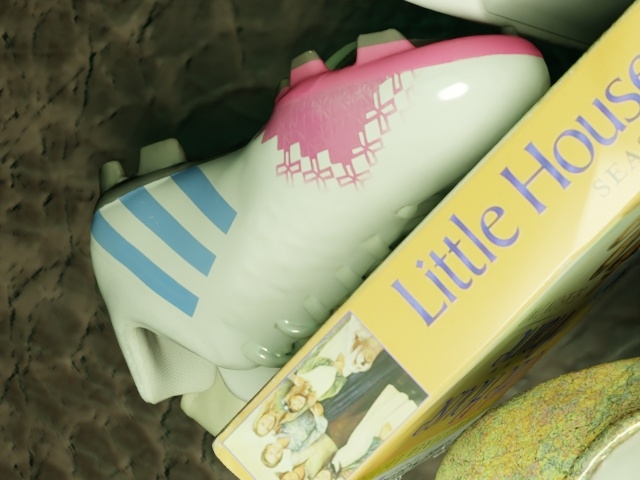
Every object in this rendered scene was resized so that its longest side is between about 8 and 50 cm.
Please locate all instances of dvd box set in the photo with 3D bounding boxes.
[{"bbox_3d":[0.157,-0.051,0.815,0.062,0.307,0.420,47,106,11],"label":"dvd box set"}]

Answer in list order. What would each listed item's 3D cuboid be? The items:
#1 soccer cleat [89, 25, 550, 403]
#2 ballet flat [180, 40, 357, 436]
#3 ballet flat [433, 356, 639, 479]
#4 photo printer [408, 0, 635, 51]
[{"bbox_3d":[0.000,0.000,0.851,0.331,0.116,0.143,-21,77,54],"label":"soccer cleat"},{"bbox_3d":[-0.026,0.000,1.013,0.086,0.086,0.248,19,99,19],"label":"ballet flat"},{"bbox_3d":[0.195,0.101,0.596,0.348,0.123,0.123,2,93,19],"label":"ballet flat"},{"bbox_3d":[0.023,-0.187,0.861,0.256,0.307,0.107,29,102,17],"label":"photo printer"}]
